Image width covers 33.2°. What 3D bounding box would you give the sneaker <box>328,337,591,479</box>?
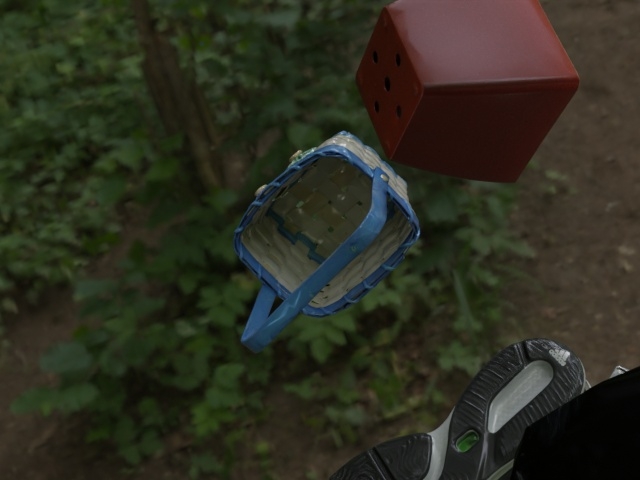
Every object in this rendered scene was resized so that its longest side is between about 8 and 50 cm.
[{"bbox_3d":[0.193,0.342,1.419,0.447,0.257,0.169,-38,48,1],"label":"sneaker"}]

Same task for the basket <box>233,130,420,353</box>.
[{"bbox_3d":[0.000,0.000,1.418,0.255,0.201,0.289,-44,18,23],"label":"basket"}]

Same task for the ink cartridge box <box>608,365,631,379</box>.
[{"bbox_3d":[0.323,0.221,1.052,0.093,0.154,0.212,36,10,37],"label":"ink cartridge box"}]

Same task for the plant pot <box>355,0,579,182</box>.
[{"bbox_3d":[0.208,-0.259,1.708,0.236,0.267,0.267,-7,-31,-21],"label":"plant pot"}]

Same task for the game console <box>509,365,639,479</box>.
[{"bbox_3d":[0.295,0.270,0.822,0.213,0.361,0.044,-34,-31,23],"label":"game console"}]
